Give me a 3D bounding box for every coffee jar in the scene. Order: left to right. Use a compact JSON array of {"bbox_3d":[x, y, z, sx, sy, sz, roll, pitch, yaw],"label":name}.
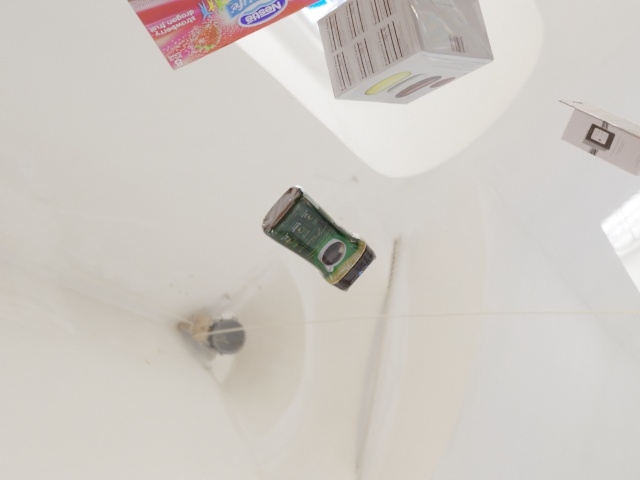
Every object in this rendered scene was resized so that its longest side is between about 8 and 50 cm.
[{"bbox_3d":[0.000,0.000,1.287,0.096,0.184,0.079,-48,-158,6],"label":"coffee jar"}]

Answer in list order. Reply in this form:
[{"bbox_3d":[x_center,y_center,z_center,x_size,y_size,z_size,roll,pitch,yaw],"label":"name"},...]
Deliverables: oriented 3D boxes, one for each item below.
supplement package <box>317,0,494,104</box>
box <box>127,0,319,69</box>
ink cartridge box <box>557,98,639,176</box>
[{"bbox_3d":[0.141,-0.336,1.330,0.203,0.194,0.149,-20,-101,47],"label":"supplement package"},{"bbox_3d":[-0.093,-0.321,0.890,0.257,0.128,0.123,-25,-117,2],"label":"box"},{"bbox_3d":[0.481,-0.175,1.322,0.180,0.104,0.060,36,-61,33],"label":"ink cartridge box"}]
